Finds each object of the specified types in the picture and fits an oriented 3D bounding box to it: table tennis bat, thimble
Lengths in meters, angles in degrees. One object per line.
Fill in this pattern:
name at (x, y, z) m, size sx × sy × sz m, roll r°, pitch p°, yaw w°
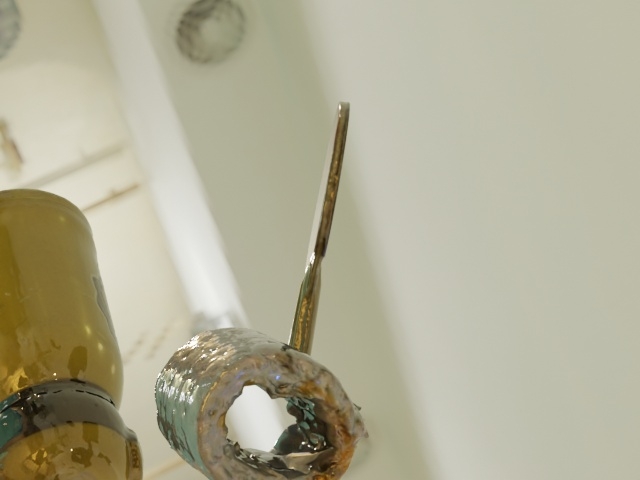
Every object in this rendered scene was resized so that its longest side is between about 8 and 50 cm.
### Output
table tennis bat at (0.000, 0.000, 1.616) m, size 0.138 × 0.022 × 0.246 m, roll 117°, pitch -16°, yaw -81°
thimble at (-0.052, 0.142, 1.505) m, size 0.151 × 0.127 × 0.118 m, roll 41°, pitch -8°, yaw -25°

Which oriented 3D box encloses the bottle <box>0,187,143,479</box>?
bottle at (-0.275, 0.129, 1.824) m, size 0.171 × 0.172 × 0.351 m, roll 80°, pitch -8°, yaw -51°
